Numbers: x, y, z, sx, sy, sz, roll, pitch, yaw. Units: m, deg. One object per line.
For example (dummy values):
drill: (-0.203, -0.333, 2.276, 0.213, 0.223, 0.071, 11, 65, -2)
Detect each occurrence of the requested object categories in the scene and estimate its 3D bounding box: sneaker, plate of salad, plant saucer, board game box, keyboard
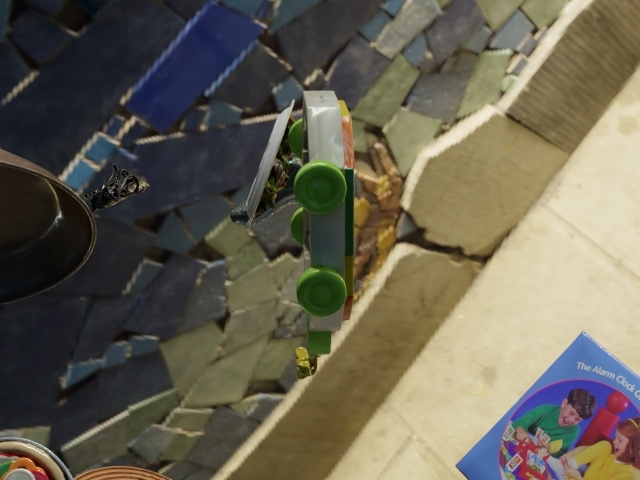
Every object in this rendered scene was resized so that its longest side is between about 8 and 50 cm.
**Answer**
sneaker: (-0.086, -0.085, 1.669, 0.166, 0.076, 0.065, -27, 26, 17)
plate of salad: (-0.065, -0.110, 1.488, 0.048, 0.200, 0.200, 20, 91, -6)
plant saucer: (-0.261, -0.013, 0.718, 0.198, 0.198, 0.036, -29, 56, 28)
board game box: (0.352, 0.298, 1.153, 0.233, 0.078, 0.347, -47, 46, 2)
keyboard: (-0.223, -0.048, 0.980, 0.100, 0.192, 0.038, -16, 100, 14)

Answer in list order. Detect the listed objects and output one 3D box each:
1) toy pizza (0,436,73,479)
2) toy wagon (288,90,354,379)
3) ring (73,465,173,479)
toy pizza: (-0.382, 0.339, 1.218, 0.201, 0.032, 0.201, -3, 79, 15)
toy wagon: (0.000, 0.000, 1.216, 0.068, 0.267, 0.345, -2, 108, -2)
ring: (-0.287, 0.505, 1.617, 0.032, 0.336, 0.337, -54, 53, 29)
